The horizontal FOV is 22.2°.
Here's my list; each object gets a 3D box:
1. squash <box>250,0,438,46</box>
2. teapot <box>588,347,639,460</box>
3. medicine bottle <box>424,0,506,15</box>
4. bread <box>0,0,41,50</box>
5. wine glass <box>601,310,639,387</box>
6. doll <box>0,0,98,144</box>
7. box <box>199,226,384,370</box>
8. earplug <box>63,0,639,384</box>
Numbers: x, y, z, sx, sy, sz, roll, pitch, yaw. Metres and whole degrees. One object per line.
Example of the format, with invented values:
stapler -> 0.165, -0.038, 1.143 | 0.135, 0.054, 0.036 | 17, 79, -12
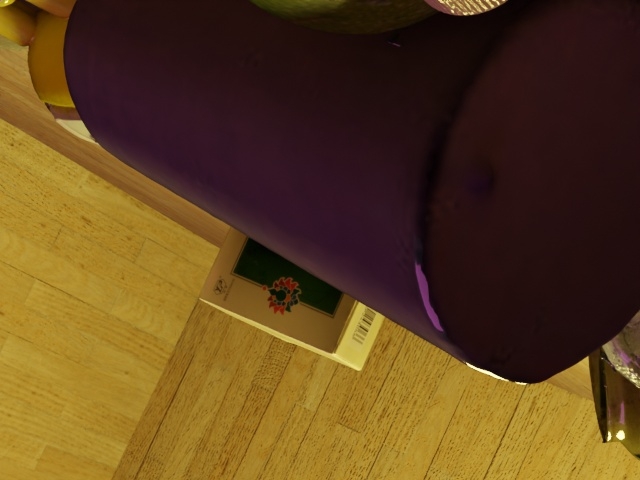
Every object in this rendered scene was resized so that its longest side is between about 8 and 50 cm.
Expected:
squash -> -0.023, -0.179, 0.693 | 0.203, 0.111, 0.289 | 23, 172, 10
teapot -> 0.310, 0.092, 1.318 | 0.182, 0.173, 0.269 | -7, -175, 4
medicine bottle -> 0.008, -0.168, 0.621 | 0.114, 0.114, 0.252 | 21, 174, 36
bread -> -0.358, -0.272, 1.322 | 0.337, 0.102, 0.183 | 28, 171, -2
wine glass -> 0.279, 0.024, 1.040 | 0.165, 0.165, 0.196 | 26, 166, -9
doll -> -0.129, -0.133, 1.332 | 0.363, 0.145, 0.199 | 26, 151, -38
box -> 0.000, 0.000, 1.644 | 0.168, 0.212, 0.095 | 21, 174, 26
earplug -> -0.001, -0.084, 1.015 | 0.215, 0.215, 0.456 | 31, 175, -42
